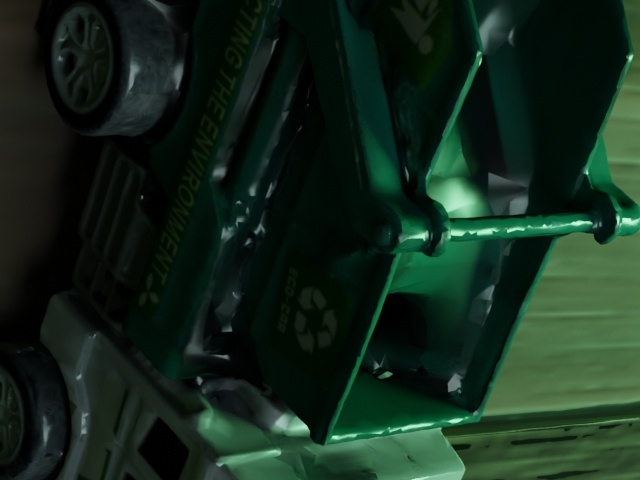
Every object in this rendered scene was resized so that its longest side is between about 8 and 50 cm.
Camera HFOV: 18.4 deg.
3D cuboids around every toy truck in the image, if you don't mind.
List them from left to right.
[{"bbox_3d":[0.000,0.000,0.467,0.110,0.116,0.216,-3,125,-40],"label":"toy truck"}]
